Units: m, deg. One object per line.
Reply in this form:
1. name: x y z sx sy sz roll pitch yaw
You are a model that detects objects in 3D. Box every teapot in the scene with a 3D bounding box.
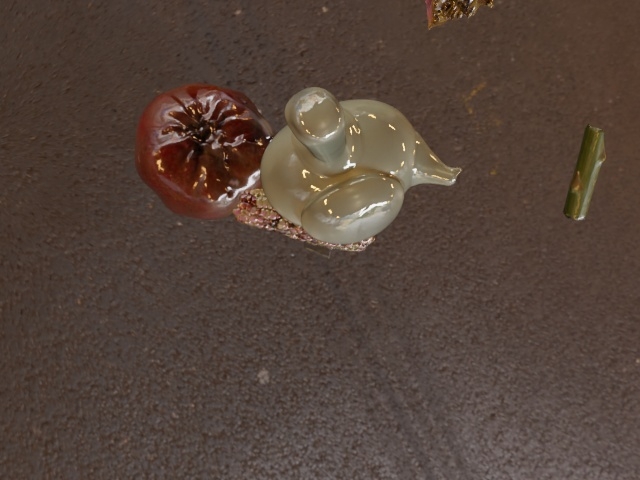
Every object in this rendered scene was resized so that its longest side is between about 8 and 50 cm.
1. teapot: 0.005 -0.089 0.807 0.318 0.220 0.149 14 49 -51

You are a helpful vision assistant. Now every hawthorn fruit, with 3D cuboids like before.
1. hawthorn fruit: -0.244 -0.179 1.448 0.308 0.308 0.324 -43 158 -17

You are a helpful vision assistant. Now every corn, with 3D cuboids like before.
1. corn: -0.025 -0.041 1.258 0.281 0.092 0.092 13 90 -18

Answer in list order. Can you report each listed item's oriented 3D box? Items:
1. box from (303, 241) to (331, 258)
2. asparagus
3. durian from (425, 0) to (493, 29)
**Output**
1. box: 0.000 0.000 1.726 0.085 0.063 0.060 22 58 8
2. asparagus: 0.442 -0.114 1.117 0.045 0.041 0.178 2 128 3
3. durian: 0.239 -0.480 1.114 0.341 0.191 0.112 58 28 -57
